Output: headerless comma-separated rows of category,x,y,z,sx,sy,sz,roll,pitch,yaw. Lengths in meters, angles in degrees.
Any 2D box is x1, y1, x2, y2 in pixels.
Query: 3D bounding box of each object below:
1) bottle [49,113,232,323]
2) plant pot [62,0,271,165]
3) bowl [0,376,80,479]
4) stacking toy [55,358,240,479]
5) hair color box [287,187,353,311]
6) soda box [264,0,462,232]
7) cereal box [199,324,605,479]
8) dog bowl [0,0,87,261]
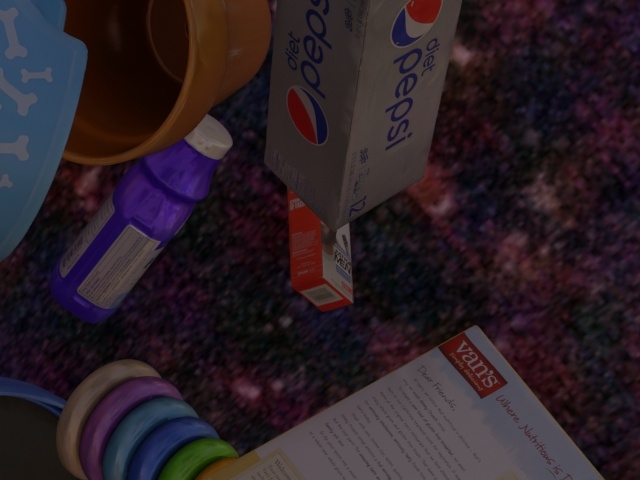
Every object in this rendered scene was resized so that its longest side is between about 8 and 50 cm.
bottle,-0.211,-0.031,1.752,0.092,0.283,0.118,36,22,-11
plant pot,-0.140,-0.176,1.233,0.205,0.205,0.188,55,29,9
bowl,-0.417,0.335,1.734,0.391,0.391,0.077,0,22,-29
stacking toy,-0.118,0.247,1.486,0.141,0.141,0.330,-27,40,-37
hair color box,0.000,0.000,2.005,0.093,0.053,0.167,41,38,-52
soda box,0.030,-0.142,1.037,0.098,0.286,0.091,-31,60,-27
cereal box,0.059,0.181,1.003,0.240,0.047,0.173,-27,60,-19
dog bowl,-0.182,-0.138,0.806,0.074,0.166,0.297,16,68,-26
